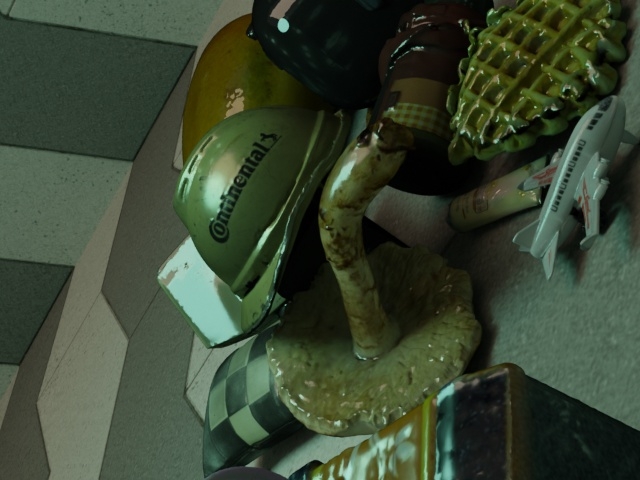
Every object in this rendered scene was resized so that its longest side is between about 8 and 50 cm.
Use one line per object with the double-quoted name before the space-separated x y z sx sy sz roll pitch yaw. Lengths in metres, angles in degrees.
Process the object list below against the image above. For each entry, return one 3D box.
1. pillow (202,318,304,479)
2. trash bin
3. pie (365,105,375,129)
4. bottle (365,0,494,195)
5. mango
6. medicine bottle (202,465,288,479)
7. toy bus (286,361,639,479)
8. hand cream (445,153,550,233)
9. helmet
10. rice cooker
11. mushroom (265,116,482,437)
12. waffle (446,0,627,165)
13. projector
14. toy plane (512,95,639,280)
"pillow" -0.065 0.190 1.420 0.250 0.106 0.186 -39 32 42
"trash bin" 0.000 0.000 1.347 0.115 0.165 0.225 -60 29 10
"pie" 0.082 -0.136 1.548 0.191 0.033 0.088 -110 37 -73
"bottle" 0.142 -0.198 1.319 0.156 0.143 0.271 3 63 31
"mango" -0.106 -0.159 1.769 0.300 0.232 0.445 -29 46 55
"medicine bottle" -0.147 0.427 1.174 0.388 0.219 0.219 -51 24 33
"toy bus" 0.150 0.206 0.549 0.194 0.323 0.162 -43 28 41
"hand cream" 0.188 -0.043 1.175 0.143 0.039 0.061 -28 38 51
"helmet" -0.083 -0.045 1.159 0.257 0.137 0.204 -66 9 -11
"rice cooker" 0.033 -0.327 1.578 0.224 0.267 0.267 -49 24 18
"mushroom" 0.030 0.036 1.126 0.233 0.301 0.208 -20 12 4
"waffle" 0.222 -0.183 1.166 0.214 0.054 0.207 -16 48 40
"projector" -0.082 0.028 1.560 0.269 0.088 0.193 -44 69 12
"toy plane" 0.236 -0.052 1.017 0.171 0.065 0.162 -58 20 12
